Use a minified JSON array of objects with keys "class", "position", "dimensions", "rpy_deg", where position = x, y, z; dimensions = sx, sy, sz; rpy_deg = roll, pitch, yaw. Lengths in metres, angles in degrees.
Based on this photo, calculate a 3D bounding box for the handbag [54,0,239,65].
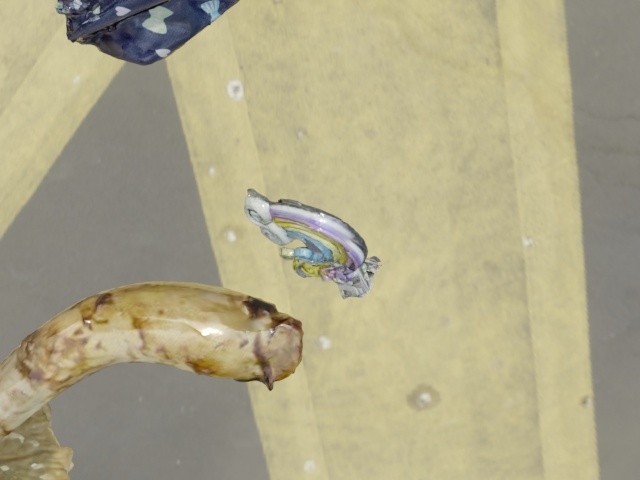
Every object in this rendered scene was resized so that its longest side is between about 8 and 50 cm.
[{"class":"handbag","position":[-0.085,-0.231,0.759],"dimensions":[0.260,0.162,0.113],"rpy_deg":[-27,155,35]}]

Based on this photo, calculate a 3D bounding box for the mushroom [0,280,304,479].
[{"class":"mushroom","position":[-0.195,0.087,0.736],"dimensions":[0.301,0.208,0.233],"rpy_deg":[-46,104,-6]}]

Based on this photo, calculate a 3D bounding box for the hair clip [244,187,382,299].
[{"class":"hair clip","position":[0.000,0.000,1.292],"dimensions":[0.116,0.049,0.172],"rpy_deg":[-7,142,38]}]
